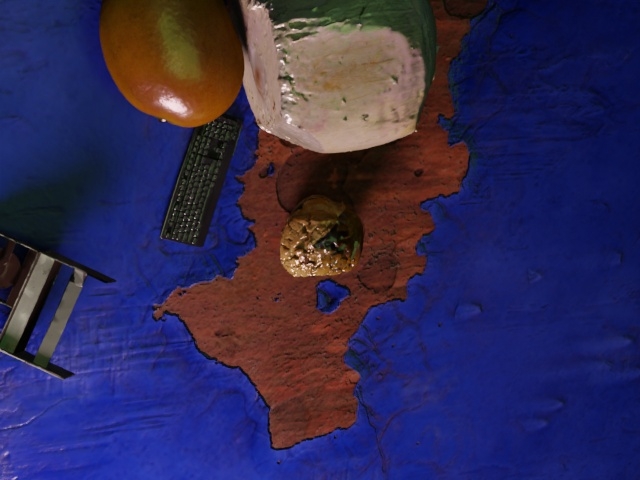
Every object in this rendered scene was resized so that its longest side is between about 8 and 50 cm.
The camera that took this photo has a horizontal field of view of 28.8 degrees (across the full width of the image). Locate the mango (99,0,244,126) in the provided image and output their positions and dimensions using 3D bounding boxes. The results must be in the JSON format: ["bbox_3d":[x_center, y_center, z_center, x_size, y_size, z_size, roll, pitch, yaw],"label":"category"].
[{"bbox_3d":[-0.203,-0.270,1.641,0.176,0.139,0.254,-28,106,-18],"label":"mango"}]

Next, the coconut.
[{"bbox_3d":[0.028,-0.263,1.669,0.255,0.297,0.297,-14,109,-11],"label":"coconut"}]

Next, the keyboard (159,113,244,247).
[{"bbox_3d":[-0.168,-0.088,1.771,0.074,0.015,0.196,16,96,-28],"label":"keyboard"}]

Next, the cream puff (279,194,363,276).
[{"bbox_3d":[0.000,0.000,1.827,0.133,0.104,0.119,-31,121,-14],"label":"cream puff"}]

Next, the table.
[{"bbox_3d":[-0.389,0.085,1.679,0.175,0.062,0.146,25,92,4],"label":"table"}]
